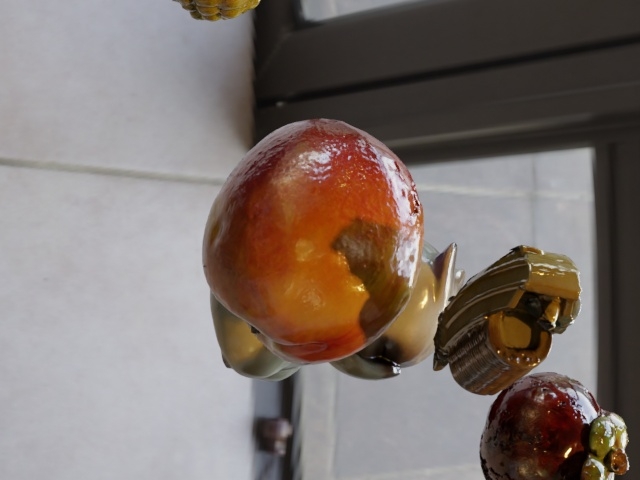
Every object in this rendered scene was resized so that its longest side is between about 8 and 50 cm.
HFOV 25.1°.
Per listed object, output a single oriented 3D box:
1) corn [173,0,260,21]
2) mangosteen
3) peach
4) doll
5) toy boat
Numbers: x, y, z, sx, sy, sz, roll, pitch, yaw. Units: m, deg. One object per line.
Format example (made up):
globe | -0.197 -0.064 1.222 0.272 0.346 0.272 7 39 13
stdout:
corn | -0.084 -0.279 0.920 0.120 0.120 0.363 -57 162 -27
mangosteen | 0.282 0.243 1.695 0.166 0.180 0.166 -31 129 -48
peach | 0.000 0.000 1.660 0.238 0.281 0.281 49 55 -59
doll | 0.010 0.096 2.000 0.215 0.370 0.226 59 35 -66
toy boat | 0.194 0.096 1.527 0.089 0.310 0.115 13 71 -11
